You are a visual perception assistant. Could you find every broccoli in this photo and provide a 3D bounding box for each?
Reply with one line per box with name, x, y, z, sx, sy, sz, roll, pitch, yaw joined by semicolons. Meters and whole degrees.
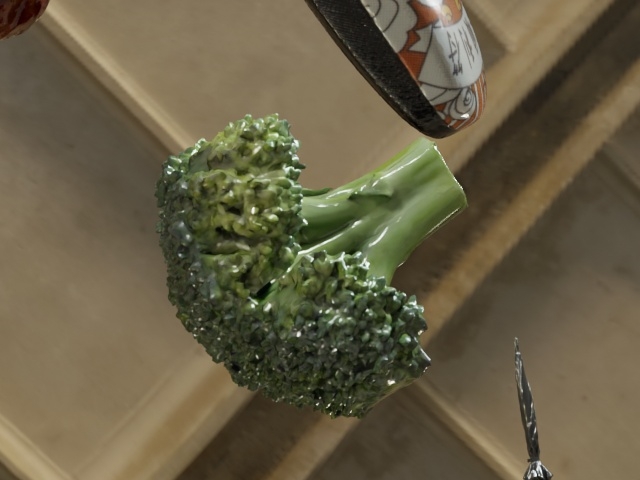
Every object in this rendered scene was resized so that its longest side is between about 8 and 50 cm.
broccoli;-0.021;-0.001;1.414;0.249;0.375;0.302;33;-81;-36

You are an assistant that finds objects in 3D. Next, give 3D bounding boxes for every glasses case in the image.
glasses case;0.009;-0.169;0.786;0.067;0.103;0.266;-28;-63;22

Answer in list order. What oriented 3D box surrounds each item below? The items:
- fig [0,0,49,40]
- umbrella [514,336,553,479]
fig;-0.298;-0.222;1.308;0.128;0.128;0.150;-5;-54;-24
umbrella;0.151;0.142;1.062;0.022;0.022;0.148;-10;-113;9
